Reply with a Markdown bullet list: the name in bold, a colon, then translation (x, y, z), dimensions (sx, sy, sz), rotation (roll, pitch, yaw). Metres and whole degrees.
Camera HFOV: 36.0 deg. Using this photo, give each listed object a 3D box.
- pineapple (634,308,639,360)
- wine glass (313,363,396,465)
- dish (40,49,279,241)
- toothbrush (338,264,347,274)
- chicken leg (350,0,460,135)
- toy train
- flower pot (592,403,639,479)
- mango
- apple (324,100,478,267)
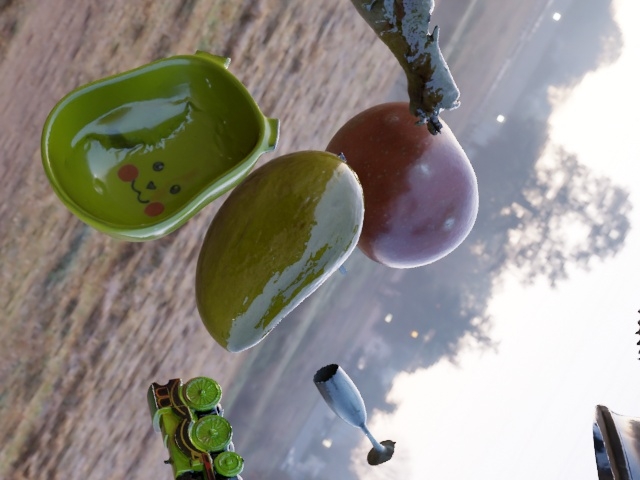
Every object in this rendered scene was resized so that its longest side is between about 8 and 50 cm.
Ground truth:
- **pineapple**: translation (0.666, 0.265, 1.802), dimensions (0.175, 0.175, 0.361), rotation (96, -7, -83)
- **wine glass**: translation (0.057, 0.294, 1.681), dimensions (0.066, 0.198, 0.066), rotation (-28, -157, 13)
- **dish**: translation (-0.187, -0.095, 1.160), dimensions (0.262, 0.221, 0.108), rotation (-30, 155, -18)
- **toothbrush**: translation (0.002, -0.001, 1.849), dimensions (0.017, 0.194, 0.014), rotation (-39, -142, -3)
- **chicken leg**: translation (0.148, -0.398, 1.774), dimensions (0.153, 0.429, 0.201), rotation (-29, -166, -28)
- **toy train**: translation (-0.247, 0.400, 1.951), dimensions (0.100, 0.161, 0.296), rotation (100, -26, -44)
- **flower pot**: translation (0.402, 0.304, 1.079), dimensions (0.269, 0.166, 0.269), rotation (-8, 90, -81)
- **mango**: translation (-0.071, -0.001, 1.479), dimensions (0.331, 0.195, 0.142), rotation (-44, 169, -8)
- **apple**: translation (0.161, -0.112, 2.025), dimensions (0.277, 0.348, 0.348), rotation (-30, 174, -5)
